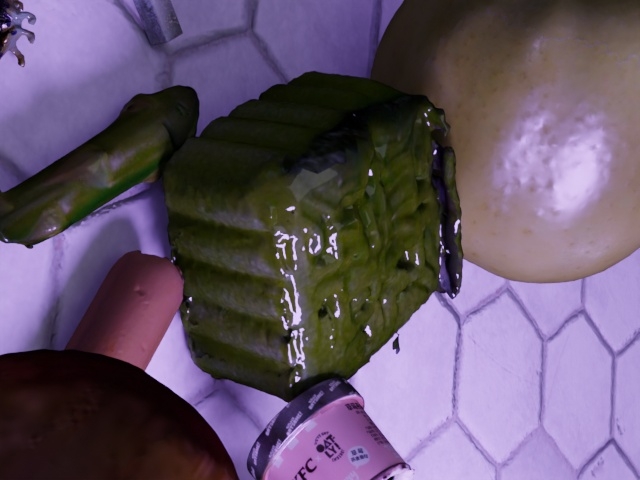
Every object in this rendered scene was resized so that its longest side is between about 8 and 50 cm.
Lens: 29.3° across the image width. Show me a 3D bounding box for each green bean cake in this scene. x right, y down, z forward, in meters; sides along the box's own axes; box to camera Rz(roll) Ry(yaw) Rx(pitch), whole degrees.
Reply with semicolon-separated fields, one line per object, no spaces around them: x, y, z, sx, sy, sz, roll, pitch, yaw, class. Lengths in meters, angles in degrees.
0.000;0.000;1.413;0.319;0.218;0.335;-40;130;-40;green bean cake

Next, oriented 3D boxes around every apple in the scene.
0.290;-0.186;1.591;0.474;0.474;0.473;4;85;-50;apple

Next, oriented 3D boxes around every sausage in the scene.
-0.228;0.134;1.268;0.086;0.086;0.289;49;54;-36;sausage

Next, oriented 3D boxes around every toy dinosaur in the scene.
-0.309;-0.223;1.230;0.058;0.037;0.180;26;69;-51;toy dinosaur

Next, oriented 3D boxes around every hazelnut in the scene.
-0.253;0.282;0.986;0.353;0.421;0.420;21;69;-13;hazelnut

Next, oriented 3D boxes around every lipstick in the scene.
-0.195;-0.286;1.374;0.030;0.030;0.129;-40;118;-43;lipstick

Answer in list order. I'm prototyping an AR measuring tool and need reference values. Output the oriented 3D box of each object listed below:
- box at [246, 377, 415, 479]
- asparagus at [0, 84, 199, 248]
0.017;0.251;1.347;0.151;0.135;0.151;-34;153;-20;box
-0.238;-0.068;1.264;0.082;0.085;0.343;36;43;8;asparagus
